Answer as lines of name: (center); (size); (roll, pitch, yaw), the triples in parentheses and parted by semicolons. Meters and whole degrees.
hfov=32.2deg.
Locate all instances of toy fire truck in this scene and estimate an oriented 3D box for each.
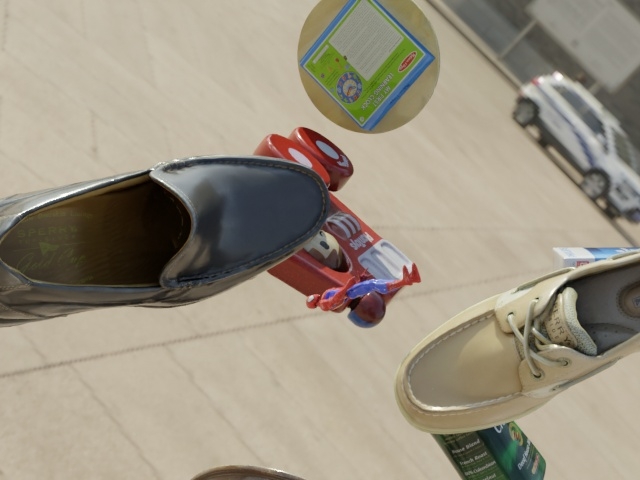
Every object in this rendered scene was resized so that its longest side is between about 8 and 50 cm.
toy fire truck: (0.000, 0.000, 1.428); (0.254, 0.169, 0.302); (40, 18, 5)

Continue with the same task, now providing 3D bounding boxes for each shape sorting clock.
shape sorting clock: (0.065, -0.248, 1.518); (0.206, 0.206, 0.040); (46, 27, 8)

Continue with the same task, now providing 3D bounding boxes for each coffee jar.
coffee jar: (0.171, 0.211, 1.241); (0.184, 0.079, 0.096); (53, 33, -9)

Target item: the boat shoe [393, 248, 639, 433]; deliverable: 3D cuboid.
boat shoe: (0.200, 0.076, 0.945); (0.098, 0.302, 0.109); (55, 15, -69)

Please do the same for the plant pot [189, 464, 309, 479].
plant pot: (-0.054, 0.278, 0.799); (0.167, 0.167, 0.165); (40, 44, -15)

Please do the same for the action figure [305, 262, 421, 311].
action figure: (0.036, 0.045, 1.043); (0.038, 0.115, 0.030); (-22, 91, -64)

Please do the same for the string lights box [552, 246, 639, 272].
string lights box: (0.449, 0.079, 1.512); (0.259, 0.133, 0.077); (-1, 11, -2)

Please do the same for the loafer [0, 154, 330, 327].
loafer: (-0.061, -0.001, 0.433); (0.170, 0.061, 0.062); (-17, 94, -33)
